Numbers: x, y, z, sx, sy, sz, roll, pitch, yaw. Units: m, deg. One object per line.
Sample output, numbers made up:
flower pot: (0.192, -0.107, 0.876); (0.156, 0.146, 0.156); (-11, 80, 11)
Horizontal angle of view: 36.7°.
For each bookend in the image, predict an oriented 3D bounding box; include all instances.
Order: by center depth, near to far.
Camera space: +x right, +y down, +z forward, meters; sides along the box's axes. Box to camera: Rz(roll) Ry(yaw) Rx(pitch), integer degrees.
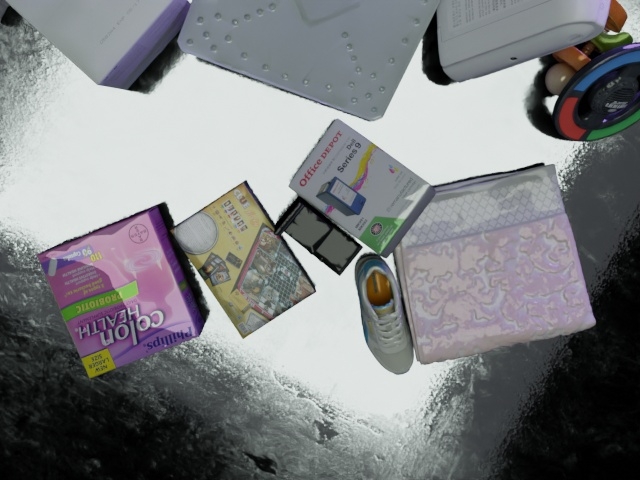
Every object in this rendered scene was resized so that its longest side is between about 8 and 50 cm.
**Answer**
bookend: (0.000, 0.000, 1.721); (0.157, 0.156, 0.072); (38, 94, -6)

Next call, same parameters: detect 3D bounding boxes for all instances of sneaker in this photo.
sneaker: (0.116, 0.144, 1.773); (0.087, 0.092, 0.229); (-19, 98, -1)

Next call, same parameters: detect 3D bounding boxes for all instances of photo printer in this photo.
photo printer: (0.335, -0.423, 1.591); (0.107, 0.307, 0.256); (10, 73, -42)

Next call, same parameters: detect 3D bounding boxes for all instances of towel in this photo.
towel: (0.307, 0.042, 1.761); (0.331, 0.053, 0.317); (-12, 87, 1)

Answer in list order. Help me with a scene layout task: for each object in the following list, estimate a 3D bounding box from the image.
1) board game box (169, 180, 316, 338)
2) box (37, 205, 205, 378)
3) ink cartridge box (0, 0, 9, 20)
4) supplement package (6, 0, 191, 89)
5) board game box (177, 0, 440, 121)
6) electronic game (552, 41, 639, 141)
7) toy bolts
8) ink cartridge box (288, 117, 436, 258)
board game box: (-0.141, 0.036, 1.779); (0.165, 0.042, 0.243); (-32, 97, 3)
box: (-0.356, 0.091, 1.742); (0.213, 0.117, 0.243); (-21, 97, 1)
ink cartridge box: (-0.629, -0.507, 1.636); (0.232, 0.171, 0.168); (31, 95, -5)
supplement package: (-0.355, -0.392, 1.610); (0.198, 0.263, 0.199); (42, 94, -6)
board game box: (0.005, -0.437, 1.622); (0.389, 0.050, 0.390); (18, 116, -18)
electronic game: (0.513, -0.257, 1.689); (0.229, 0.229, 0.048); (-24, 57, 1)
toy bolts: (0.405, -0.370, 1.675); (0.228, 0.218, 0.158); (43, 99, 11)
ink cartridge box: (0.074, -0.092, 1.716); (0.212, 0.093, 0.154); (38, 94, 14)
